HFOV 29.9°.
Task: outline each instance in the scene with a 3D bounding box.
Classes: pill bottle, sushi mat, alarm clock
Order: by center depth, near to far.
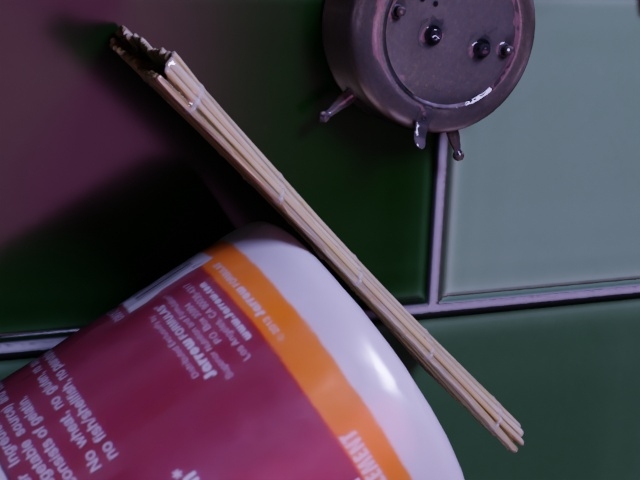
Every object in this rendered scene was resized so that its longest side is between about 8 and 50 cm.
[{"bbox_3d":[-0.133,0.181,0.648,0.392,0.224,0.224,-34,115,-12],"label":"pill bottle"},{"bbox_3d":[0.000,0.000,0.697,0.019,0.151,0.316,-45,117,-3],"label":"sushi mat"},{"bbox_3d":[0.075,-0.151,0.742,0.129,0.064,0.192,12,96,-26],"label":"alarm clock"}]
